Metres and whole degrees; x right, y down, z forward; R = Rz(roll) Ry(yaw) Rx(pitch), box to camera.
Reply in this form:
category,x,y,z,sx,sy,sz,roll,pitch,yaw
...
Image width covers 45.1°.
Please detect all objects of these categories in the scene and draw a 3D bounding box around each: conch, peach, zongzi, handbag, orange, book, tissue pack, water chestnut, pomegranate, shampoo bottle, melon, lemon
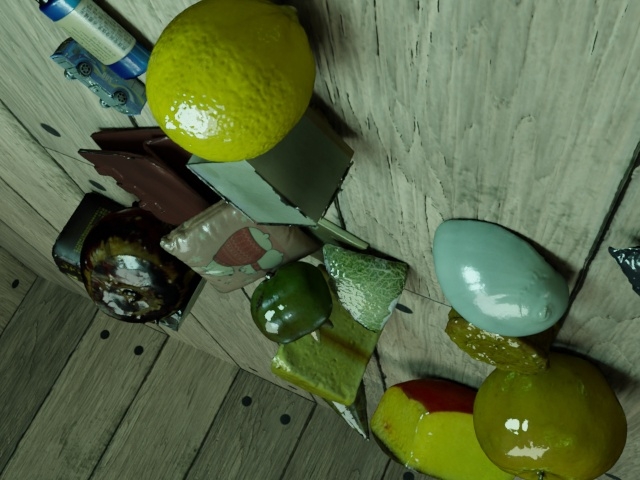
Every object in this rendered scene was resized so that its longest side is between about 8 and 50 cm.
category,x,y,z,sx,sy,sz,roll,pitch,yaw
conch,0.256,0.055,1.135,0.221,0.121,0.185,27,133,14
peach,0.322,0.483,1.975,0.380,0.243,0.306,15,-177,5
zongzi,0.026,0.396,2.124,0.286,0.138,0.300,-3,107,59
handbag,-0.294,-0.110,1.459,0.275,0.084,0.260,8,155,45
orange,0.423,0.326,1.426,0.279,0.235,0.279,10,156,4
book,0.000,0.000,1.456,0.138,0.016,0.198,29,161,-8
tissue pack,-0.463,0.055,1.952,0.370,0.210,0.198,29,156,-1
water chestnut,-0.396,0.033,1.735,0.300,0.300,0.300,24,161,9
pomegranate,-0.041,0.121,1.419,0.191,0.152,0.131,36,-155,-59
shampoo bottle,-0.315,-0.293,1.045,0.183,0.050,0.087,40,161,-35
melon,0.096,0.066,1.410,0.139,0.093,0.202,-24,115,24
lemon,-0.096,-0.182,0.848,0.178,0.203,0.178,37,-156,-20

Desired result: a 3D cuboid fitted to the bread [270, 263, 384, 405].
category,x,y,z,sx,sy,sz,roll,pitch,yaw
bread,-0.056,0.200,1.716,0.245,0.233,0.361,32,163,-30

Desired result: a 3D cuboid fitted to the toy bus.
category,x,y,z,sx,sy,sz,roll,pitch,yaw
toy bus,-0.333,-0.249,1.173,0.051,0.061,0.153,4,153,46

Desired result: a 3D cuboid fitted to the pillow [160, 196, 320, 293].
category,x,y,z,sx,sy,sz,roll,pitch,yaw
pillow,-0.141,0.001,1.381,0.223,0.084,0.236,-26,143,10

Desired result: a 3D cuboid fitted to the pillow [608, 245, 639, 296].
category,x,y,z,sx,sy,sz,roll,pitch,yaw
pillow,0.455,0.063,0.952,0.141,0.055,0.208,-7,144,45

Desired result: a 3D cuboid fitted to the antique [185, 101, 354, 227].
category,x,y,z,sx,sy,sz,roll,pitch,yaw
antique,-0.060,-0.112,1.028,0.146,0.148,0.152,3,149,49

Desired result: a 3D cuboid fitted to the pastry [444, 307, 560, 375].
category,x,y,z,sx,sy,sz,roll,pitch,yaw
pastry,0.306,0.147,1.293,0.188,0.103,0.189,23,162,8
